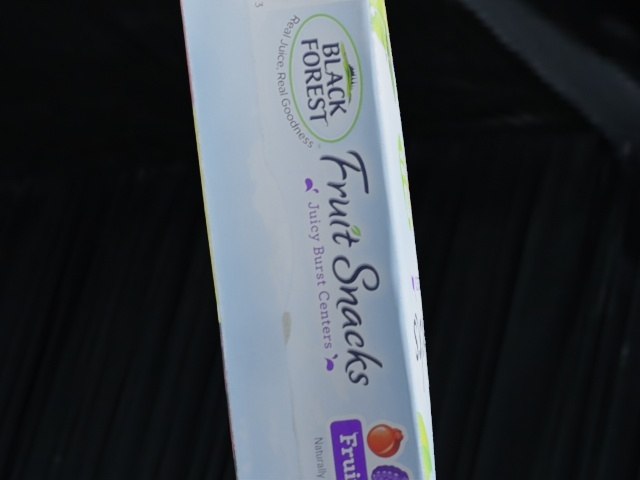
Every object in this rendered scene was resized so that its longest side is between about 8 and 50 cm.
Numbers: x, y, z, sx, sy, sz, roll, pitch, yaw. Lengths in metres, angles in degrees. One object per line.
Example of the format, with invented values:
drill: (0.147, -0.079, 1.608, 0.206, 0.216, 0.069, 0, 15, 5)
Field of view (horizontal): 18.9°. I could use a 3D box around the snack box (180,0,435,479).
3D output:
snack box: (0.000, 0.000, 0.379, 0.037, 0.141, 0.100, -6, -2, 4)
